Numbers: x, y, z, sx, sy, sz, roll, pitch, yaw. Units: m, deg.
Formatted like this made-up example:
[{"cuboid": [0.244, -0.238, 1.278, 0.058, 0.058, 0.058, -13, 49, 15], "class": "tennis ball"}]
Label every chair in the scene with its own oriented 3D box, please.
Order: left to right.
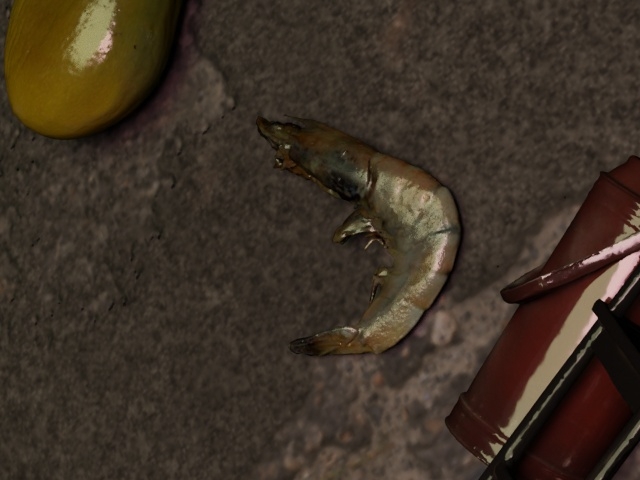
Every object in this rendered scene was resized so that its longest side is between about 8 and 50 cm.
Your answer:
[{"cuboid": [0.205, 0.095, 0.856, 0.260, 0.154, 0.141, -56, 12, 11], "class": "chair"}]

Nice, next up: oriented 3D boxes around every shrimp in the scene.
[{"cuboid": [0.002, 0.001, 1.122, 0.195, 0.035, 0.148, 30, 101, 35], "class": "shrimp"}]

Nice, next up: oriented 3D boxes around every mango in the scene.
[{"cuboid": [-0.161, -0.188, 1.245, 0.137, 0.091, 0.237, 13, 82, 32], "class": "mango"}]

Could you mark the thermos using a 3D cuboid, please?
[{"cuboid": [0.174, 0.033, 0.954, 0.124, 0.099, 0.232, 32, 99, 5], "class": "thermos"}]
